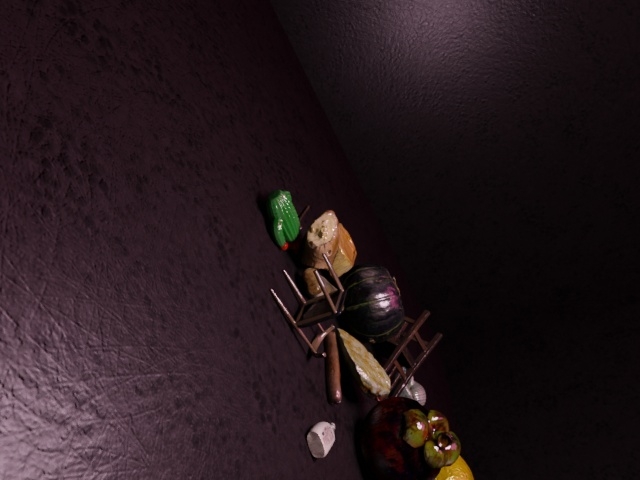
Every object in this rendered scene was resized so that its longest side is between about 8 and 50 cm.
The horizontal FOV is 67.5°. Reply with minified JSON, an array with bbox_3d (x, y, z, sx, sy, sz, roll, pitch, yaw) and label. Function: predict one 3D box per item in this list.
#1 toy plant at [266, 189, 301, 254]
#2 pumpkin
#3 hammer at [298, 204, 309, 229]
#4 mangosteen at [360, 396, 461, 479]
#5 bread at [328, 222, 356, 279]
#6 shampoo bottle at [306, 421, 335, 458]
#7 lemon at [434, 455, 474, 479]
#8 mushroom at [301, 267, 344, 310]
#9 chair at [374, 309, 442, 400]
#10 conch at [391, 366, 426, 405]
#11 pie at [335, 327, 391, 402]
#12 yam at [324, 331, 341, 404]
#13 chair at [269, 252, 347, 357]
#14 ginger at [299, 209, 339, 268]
[{"bbox_3d":[-0.119,-0.051,1.589,0.154,0.088,0.241,-39,124,-65],"label":"toy plant"},{"bbox_3d":[0.199,0.247,1.895,0.323,0.241,0.324,-14,90,-87],"label":"pumpkin"},{"bbox_3d":[-0.072,-0.105,1.922,0.292,0.029,0.058,-67,135,-70],"label":"hammer"},{"bbox_3d":[0.277,0.653,1.552,0.311,0.310,0.311,57,19,-32],"label":"mangosteen"},{"bbox_3d":[0.057,0.041,1.944,0.179,0.133,0.250,60,17,-22],"label":"bread"},{"bbox_3d":[0.011,0.529,1.306,0.077,0.045,0.152,68,18,7],"label":"shampoo bottle"},{"bbox_3d":[0.472,0.948,1.869,0.268,0.268,0.322,61,15,-23],"label":"lemon"},{"bbox_3d":[0.009,0.185,1.706,0.312,0.081,0.100,48,30,-60],"label":"mushroom"},{"bbox_3d":[0.314,0.494,2.139,0.240,0.416,0.203,15,-35,50],"label":"chair"},{"bbox_3d":[0.388,0.685,2.185,0.172,0.131,0.200,12,36,-42],"label":"conch"},{"bbox_3d":[0.137,0.430,1.664,0.275,0.105,0.257,53,1,29],"label":"pie"},{"bbox_3d":[0.040,0.410,1.562,0.046,0.046,0.264,56,19,-36],"label":"yam"},{"bbox_3d":[-0.005,0.204,1.464,0.272,0.166,0.188,64,16,-13],"label":"chair"},{"bbox_3d":[0.000,0.000,1.672,0.276,0.129,0.222,-134,-128,-77],"label":"ginger"}]
